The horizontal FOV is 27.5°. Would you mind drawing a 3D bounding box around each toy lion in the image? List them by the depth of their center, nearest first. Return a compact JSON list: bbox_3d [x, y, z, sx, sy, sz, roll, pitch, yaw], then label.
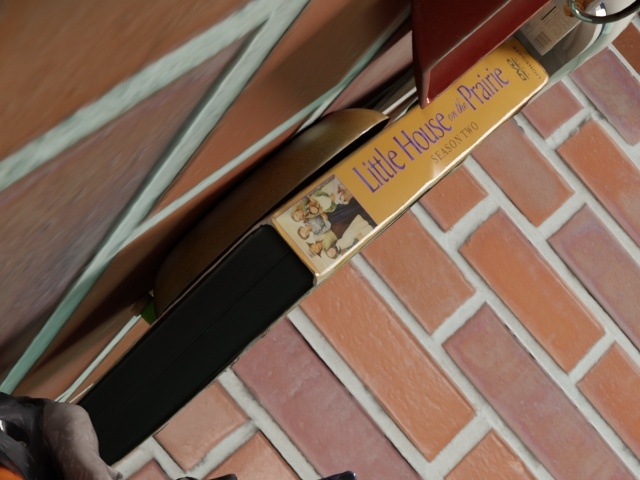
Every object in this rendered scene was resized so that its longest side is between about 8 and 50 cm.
[{"bbox_3d":[-0.115,0.033,1.138,0.096,0.034,0.100,-49,174,23],"label":"toy lion"}]

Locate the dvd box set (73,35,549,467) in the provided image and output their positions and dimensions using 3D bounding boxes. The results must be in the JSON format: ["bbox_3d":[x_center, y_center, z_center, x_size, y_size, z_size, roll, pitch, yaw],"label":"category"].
[{"bbox_3d":[0.000,0.000,1.083,0.307,0.062,0.420,-43,178,39],"label":"dvd box set"}]

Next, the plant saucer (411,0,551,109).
[{"bbox_3d":[0.147,-0.189,0.792,0.259,0.047,0.258,-41,178,4],"label":"plant saucer"}]

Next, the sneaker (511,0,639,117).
[{"bbox_3d":[0.213,-0.182,1.246,0.095,0.090,0.235,-26,180,-33],"label":"sneaker"}]

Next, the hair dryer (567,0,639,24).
[{"bbox_3d":[0.299,-0.233,0.792,0.224,0.080,0.293,-30,166,-51],"label":"hair dryer"}]

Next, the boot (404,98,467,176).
[{"bbox_3d":[0.186,-0.177,1.399,0.178,0.085,0.236,-45,-178,43],"label":"boot"}]

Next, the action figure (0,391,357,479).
[{"bbox_3d":[-0.150,0.136,0.727,0.341,0.178,0.330,-15,180,-8],"label":"action figure"}]

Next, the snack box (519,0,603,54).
[{"bbox_3d":[0.212,-0.220,1.080,0.022,0.064,0.178,-37,177,-28],"label":"snack box"}]

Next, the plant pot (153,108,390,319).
[{"bbox_3d":[-0.044,-0.027,1.006,0.236,0.032,0.236,-41,179,-1],"label":"plant pot"}]
